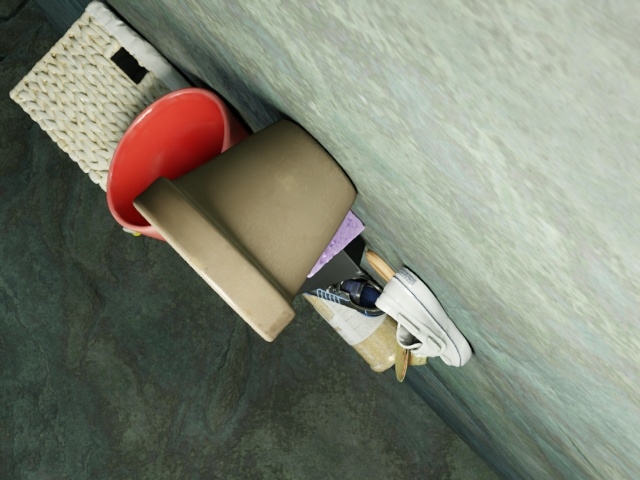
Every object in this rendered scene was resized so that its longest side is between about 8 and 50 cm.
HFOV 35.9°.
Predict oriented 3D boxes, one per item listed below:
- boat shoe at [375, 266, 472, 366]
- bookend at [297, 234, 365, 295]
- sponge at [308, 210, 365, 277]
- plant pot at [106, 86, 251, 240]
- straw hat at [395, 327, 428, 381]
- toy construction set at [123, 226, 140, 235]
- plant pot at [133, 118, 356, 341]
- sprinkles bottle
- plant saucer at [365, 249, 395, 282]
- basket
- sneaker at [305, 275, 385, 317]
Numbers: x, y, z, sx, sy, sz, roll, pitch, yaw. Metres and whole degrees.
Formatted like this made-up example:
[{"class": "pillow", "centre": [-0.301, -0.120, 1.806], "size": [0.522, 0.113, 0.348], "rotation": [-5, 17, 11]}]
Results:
[{"class": "boat shoe", "centre": [0.158, 0.139, 1.563], "size": [0.095, 0.084, 0.258], "rotation": [40, 172, 48]}, {"class": "bookend", "centre": [0.006, 0.000, 1.668], "size": [0.157, 0.156, 0.072], "rotation": [-19, 126, 34]}, {"class": "sponge", "centre": [-0.046, -0.056, 1.501], "size": [0.210, 0.117, 0.031], "rotation": [47, 174, -1]}, {"class": "plant pot", "centre": [-0.202, -0.097, 1.766], "size": [0.275, 0.275, 0.243], "rotation": [42, -176, 40]}, {"class": "straw hat", "centre": [0.197, 0.229, 2.051], "size": [0.061, 0.144, 0.144], "rotation": [4, 177, -5]}, {"class": "toy construction set", "centre": [-0.359, -0.182, 2.272], "size": [0.151, 0.215, 0.327], "rotation": [39, -138, -61]}, {"class": "plant pot", "centre": [-0.079, -0.033, 1.321], "size": [0.263, 0.229, 0.263], "rotation": [46, 175, 5]}, {"class": "sprinkles bottle", "centre": [0.047, 0.129, 2.176], "size": [0.355, 0.121, 0.121], "rotation": [46, 175, -11]}, {"class": "plant saucer", "centre": [0.106, 0.050, 1.683], "size": [0.083, 0.013, 0.083], "rotation": [46, 176, 5]}, {"class": "basket", "centre": [-0.394, -0.245, 2.030], "size": [0.328, 0.266, 0.331], "rotation": [43, 176, 19]}, {"class": "sneaker", "centre": [0.034, 0.085, 1.966], "size": [0.232, 0.081, 0.090], "rotation": [21, 165, -4]}]
